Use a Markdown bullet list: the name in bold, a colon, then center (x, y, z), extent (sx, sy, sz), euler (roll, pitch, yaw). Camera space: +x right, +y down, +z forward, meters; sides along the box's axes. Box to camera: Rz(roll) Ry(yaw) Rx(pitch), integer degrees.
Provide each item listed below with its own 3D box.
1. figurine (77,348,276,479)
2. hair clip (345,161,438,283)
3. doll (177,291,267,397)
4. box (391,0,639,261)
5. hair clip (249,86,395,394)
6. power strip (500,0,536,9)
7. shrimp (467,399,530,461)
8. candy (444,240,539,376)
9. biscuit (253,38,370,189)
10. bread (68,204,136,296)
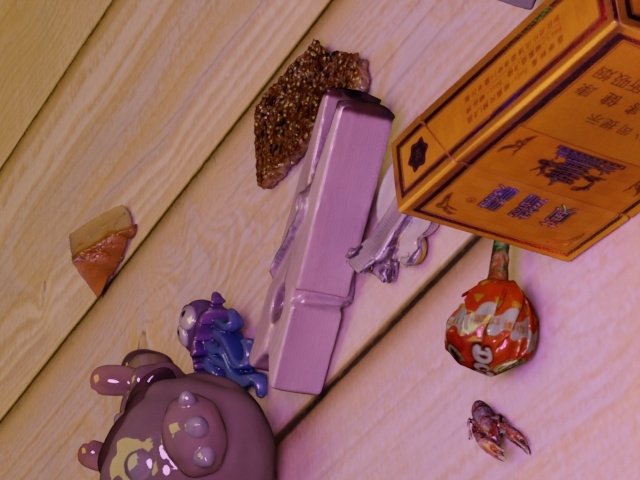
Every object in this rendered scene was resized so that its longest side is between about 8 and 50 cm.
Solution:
- **figurine**: center (-0.163, 0.239, 2.052), extent (0.380, 0.203, 0.248), euler (-132, 48, -69)
- **hair clip**: center (0.087, -0.038, 1.881), extent (0.172, 0.049, 0.116), euler (-64, 34, 14)
- **doll**: center (-0.117, 0.127, 2.153), extent (0.206, 0.067, 0.110), euler (37, 118, 49)
- **box**: center (0.221, -0.103, 1.513), extent (0.301, 0.192, 0.084), euler (-41, 41, 46)
- **hair clip**: center (0.004, 0.001, 1.972), extent (0.101, 0.085, 0.331), euler (34, 113, 63)
- **power strip**: center (0.217, -0.344, 1.717), extent (0.145, 0.061, 0.216), euler (-60, -13, -48)
- **shrimp**: center (0.156, 0.177, 1.659), extent (0.092, 0.038, 0.029), euler (36, 150, 60)
- **candy**: center (0.168, -0.011, 1.697), extent (0.084, 0.078, 0.288), euler (-5, 65, 29)
- **biscuit**: center (-0.016, -0.168, 2.152), extent (0.237, 0.026, 0.131), euler (-43, 43, 46)
- **bread**: center (-0.299, 0.008, 2.588), extent (0.109, 0.080, 0.084), euler (-30, 40, 5)
